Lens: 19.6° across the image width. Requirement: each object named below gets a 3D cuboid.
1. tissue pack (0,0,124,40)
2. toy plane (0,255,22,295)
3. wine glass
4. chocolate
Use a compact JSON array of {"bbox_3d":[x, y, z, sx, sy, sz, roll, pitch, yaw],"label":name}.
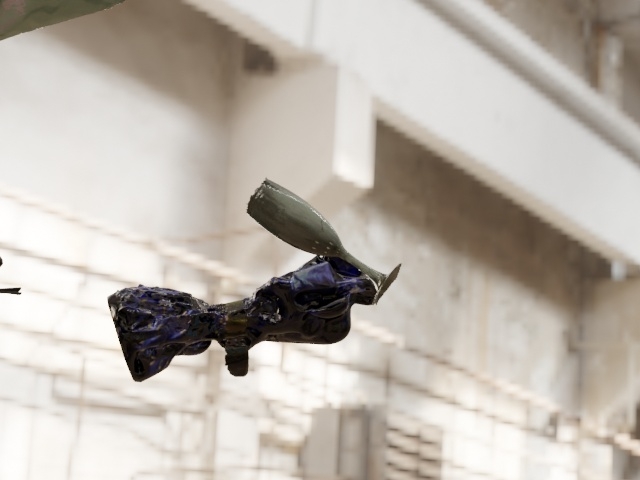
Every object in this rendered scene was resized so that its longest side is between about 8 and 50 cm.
[{"bbox_3d":[-0.376,-0.365,1.596,0.331,0.205,0.405,-17,-48,12],"label":"tissue pack"},{"bbox_3d":[-0.359,0.029,1.766,0.145,0.060,0.037,-4,-4,-28],"label":"toy plane"},{"bbox_3d":[0.000,0.000,2.224,0.198,0.066,0.066,34,-9,11],"label":"wine glass"},{"bbox_3d":[-0.095,0.100,2.362,0.343,0.148,0.126,-9,6,-8],"label":"chocolate"}]
